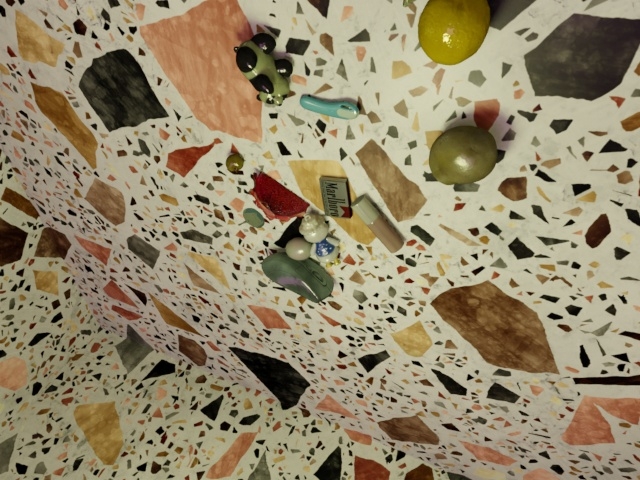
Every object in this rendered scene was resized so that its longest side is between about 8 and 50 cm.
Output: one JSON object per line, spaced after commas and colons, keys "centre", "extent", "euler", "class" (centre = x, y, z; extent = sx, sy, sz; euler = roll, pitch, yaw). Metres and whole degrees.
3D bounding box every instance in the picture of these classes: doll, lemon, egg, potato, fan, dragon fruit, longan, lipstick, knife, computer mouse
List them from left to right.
{"centre": [-0.351, -0.312, 1.890], "extent": [0.075, 0.083, 0.075], "euler": [-9, 155, -4], "class": "longan"}
{"centre": [-0.329, -0.094, 2.140], "extent": [0.175, 0.005, 0.113], "euler": [-19, 118, 41], "class": "fan"}
{"centre": [-0.184, -0.558, 1.524], "extent": [0.234, 0.143, 0.135], "euler": [50, 159, -21], "class": "doll"}
{"centre": [-0.200, -0.145, 1.900], "extent": [0.274, 0.161, 0.126], "euler": [34, 136, -5], "class": "dragon fruit"}
{"centre": [-0.092, 0.037, 2.052], "extent": [0.135, 0.103, 0.103], "euler": [0, 129, 30], "class": "egg"}
{"centre": [-0.093, 0.151, 2.108], "extent": [0.370, 0.188, 0.122], "euler": [28, 126, 8], "class": "computer mouse"}
{"centre": [0.000, 0.000, 1.963], "extent": [0.138, 0.119, 0.293], "euler": [-20, 126, 14], "class": "doll"}
{"centre": [0.029, -0.453, 1.568], "extent": [0.222, 0.031, 0.064], "euler": [18, 141, 20], "class": "knife"}
{"centre": [0.222, -0.062, 1.797], "extent": [0.070, 0.070, 0.254], "euler": [-26, 114, 43], "class": "lipstick"}
{"centre": [0.339, -0.548, 1.187], "extent": [0.178, 0.178, 0.203], "euler": [25, 159, 7], "class": "lemon"}
{"centre": [0.433, -0.258, 1.427], "extent": [0.235, 0.160, 0.178], "euler": [-33, 71, 60], "class": "potato"}

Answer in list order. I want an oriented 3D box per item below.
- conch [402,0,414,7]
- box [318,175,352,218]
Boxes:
{"centre": [0.313, -0.709, 1.056], "extent": [0.203, 0.170, 0.386], "euler": [28, 141, -16], "class": "conch"}
{"centre": [0.062, -0.169, 1.816], "extent": [0.115, 0.036, 0.178], "euler": [10, 134, 23], "class": "box"}
